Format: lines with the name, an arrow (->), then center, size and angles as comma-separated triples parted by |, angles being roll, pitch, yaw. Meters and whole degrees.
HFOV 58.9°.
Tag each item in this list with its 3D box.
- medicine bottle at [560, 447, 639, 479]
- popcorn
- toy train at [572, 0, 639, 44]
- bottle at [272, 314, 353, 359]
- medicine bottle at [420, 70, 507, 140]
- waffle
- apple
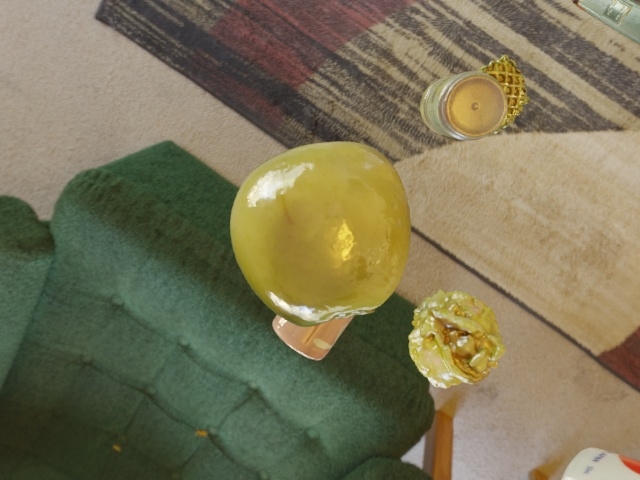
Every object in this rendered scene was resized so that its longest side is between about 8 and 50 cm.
medicine bottle -> 0.381, 0.287, 0.468 | 0.341, 0.130, 0.130 | 4, 117, 52
popcorn -> 0.325, 0.234, 1.392 | 0.212, 0.259, 0.259 | 46, 114, -2
toy train -> 0.860, -0.615, 1.576 | 0.409, 0.089, 0.086 | 54, 126, 33
bottle -> 0.022, 0.161, 1.508 | 0.173, 0.206, 0.297 | 37, 94, -7
medicine bottle -> 0.338, -0.323, 1.367 | 0.151, 0.322, 0.151 | 0, 103, 2
waffle -> 0.527, -0.430, 1.690 | 0.208, 0.054, 0.214 | -45, 121, -11
apple -> -0.016, 0.001, 0.877 | 0.233, 0.295, 0.257 | -10, 75, -22
